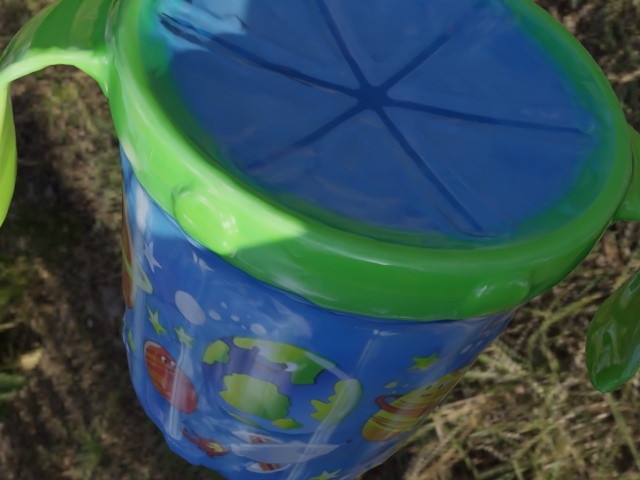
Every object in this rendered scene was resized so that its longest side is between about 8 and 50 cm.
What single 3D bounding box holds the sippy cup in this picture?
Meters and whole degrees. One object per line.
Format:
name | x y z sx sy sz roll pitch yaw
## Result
sippy cup | 0.000 0.000 0.570 0.305 0.240 0.224 40 137 19
